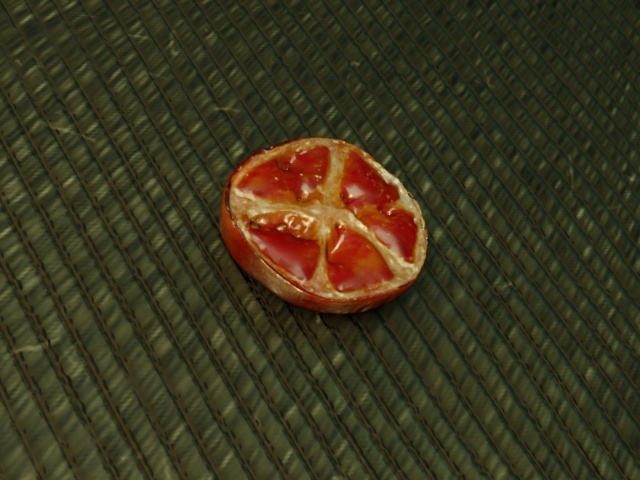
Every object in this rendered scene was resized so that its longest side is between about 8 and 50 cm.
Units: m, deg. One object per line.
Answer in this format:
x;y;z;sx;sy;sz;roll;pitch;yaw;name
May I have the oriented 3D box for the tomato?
0.000;0.000;0.788;0.155;0.069;0.156;10;50;-13;tomato
